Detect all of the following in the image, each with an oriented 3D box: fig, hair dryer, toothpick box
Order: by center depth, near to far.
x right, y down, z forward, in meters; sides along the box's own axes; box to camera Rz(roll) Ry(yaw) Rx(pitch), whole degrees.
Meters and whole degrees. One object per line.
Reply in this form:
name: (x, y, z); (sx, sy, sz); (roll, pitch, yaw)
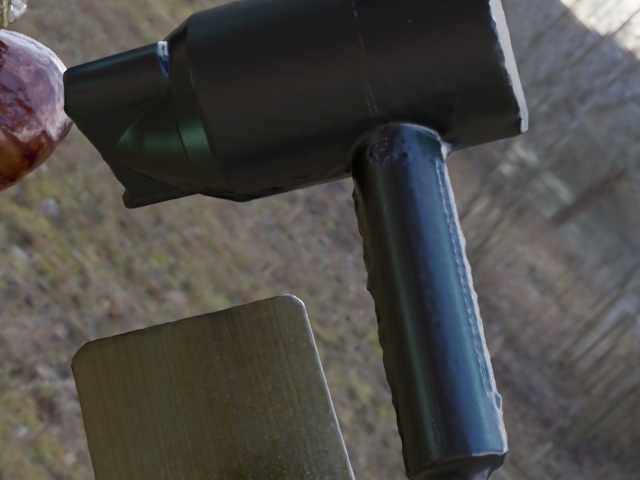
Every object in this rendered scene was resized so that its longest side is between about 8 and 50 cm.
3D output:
hair dryer: (0.000, 0.000, 0.832); (0.116, 0.244, 0.302); (52, 25, -62)
fig: (-0.256, -0.097, 1.127); (0.150, 0.128, 0.128); (18, 21, -23)
toothpick box: (-0.073, 0.212, 1.280); (0.308, 0.187, 0.190); (84, -11, -60)

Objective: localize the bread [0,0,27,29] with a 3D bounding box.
bread: (-0.233, -0.251, 1.005); (0.128, 0.088, 0.232); (-49, 140, -51)
